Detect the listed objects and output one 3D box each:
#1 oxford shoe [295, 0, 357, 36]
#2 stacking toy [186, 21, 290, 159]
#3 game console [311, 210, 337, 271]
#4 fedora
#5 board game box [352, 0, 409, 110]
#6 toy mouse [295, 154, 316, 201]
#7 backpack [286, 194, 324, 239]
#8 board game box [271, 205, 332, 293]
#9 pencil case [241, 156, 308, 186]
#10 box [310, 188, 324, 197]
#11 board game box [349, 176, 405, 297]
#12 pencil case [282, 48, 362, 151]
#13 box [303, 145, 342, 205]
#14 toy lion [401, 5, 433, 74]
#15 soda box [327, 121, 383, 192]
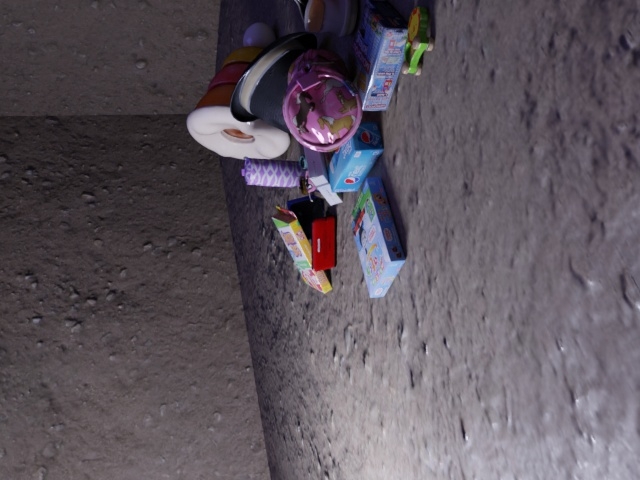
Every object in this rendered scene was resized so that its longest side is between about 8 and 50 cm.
[{"bbox_3d":[-0.024,-0.646,1.626,0.449,0.130,0.169,-107,19,-44],"label":"oxford shoe"},{"bbox_3d":[-0.244,-0.545,2.249,0.350,0.351,0.479,137,144,-70],"label":"stacking toy"},{"bbox_3d":[0.000,0.000,1.784,0.085,0.124,0.143,13,108,46],"label":"game console"},{"bbox_3d":[-0.090,-0.398,1.781,0.152,0.334,0.334,50,154,11],"label":"fedora"},{"bbox_3d":[0.110,-0.374,1.332,0.194,0.060,0.194,-112,24,-48],"label":"board game box"},{"bbox_3d":[-0.033,-0.185,1.809,0.143,0.031,0.161,99,159,-44],"label":"toy mouse"},{"bbox_3d":[-0.039,-0.065,1.886,0.101,0.098,0.120,-136,33,-73],"label":"backpack"},{"bbox_3d":[-0.057,0.025,1.844,0.124,0.039,0.259,21,139,61],"label":"board game box"},{"bbox_3d":[-0.135,-0.204,1.994,0.088,0.206,0.086,162,110,-69],"label":"pencil case"},{"bbox_3d":[-0.004,-0.236,1.824,0.136,0.037,0.225,-148,57,-71],"label":"box"},{"bbox_3d":[0.120,-0.006,1.426,0.160,0.039,0.211,110,151,-55],"label":"board game box"},{"bbox_3d":[0.000,-0.316,1.421,0.167,0.160,0.386,-63,10,18],"label":"pencil case"},{"bbox_3d":[0.004,-0.187,1.642,0.186,0.038,0.145,49,-151,-66],"label":"box"},{"bbox_3d":[0.171,-0.363,1.177,0.100,0.034,0.096,112,157,-59],"label":"toy lion"},{"bbox_3d":[0.075,-0.185,1.491,0.210,0.067,0.071,123,140,-64],"label":"soda box"}]
